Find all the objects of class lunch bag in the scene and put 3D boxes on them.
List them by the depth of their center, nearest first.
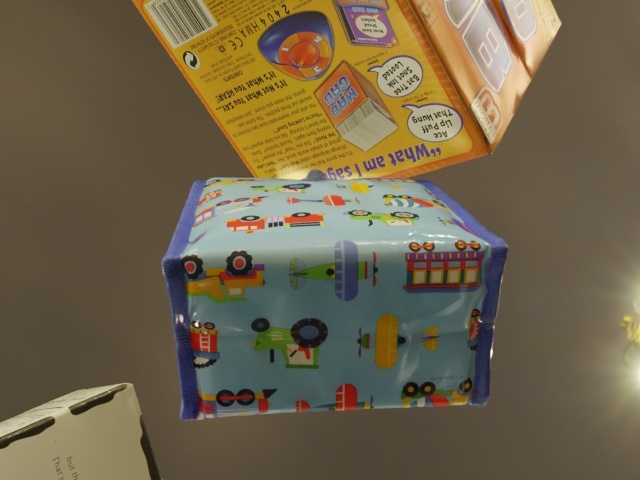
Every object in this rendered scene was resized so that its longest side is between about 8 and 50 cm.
[{"bbox_3d":[0.000,0.000,0.623,0.221,0.293,0.138,-2,-63,-4],"label":"lunch bag"}]

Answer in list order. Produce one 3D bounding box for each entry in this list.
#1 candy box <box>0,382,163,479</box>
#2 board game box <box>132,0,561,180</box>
[{"bbox_3d":[-0.186,0.190,0.385,0.233,0.071,0.159,-18,-88,-47],"label":"candy box"},{"bbox_3d":[0.054,-0.310,1.013,0.356,0.356,0.356,56,-135,-23],"label":"board game box"}]
